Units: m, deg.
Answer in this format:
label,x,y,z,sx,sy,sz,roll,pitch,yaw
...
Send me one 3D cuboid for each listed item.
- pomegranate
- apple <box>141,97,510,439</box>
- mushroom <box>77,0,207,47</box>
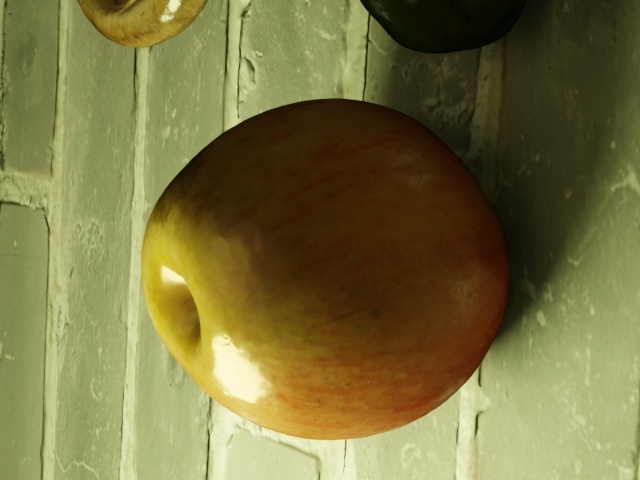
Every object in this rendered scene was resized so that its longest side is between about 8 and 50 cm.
label,x,y,z,sx,sy,sz,roll,pitch,yaw
pomegranate,0.120,-0.286,1.595,0.225,0.187,0.187,-116,34,-74
apple,-0.006,0.031,1.614,0.364,0.364,0.364,1,92,54
mushroom,-0.234,-0.390,2.086,0.278,0.146,0.278,-11,75,45
